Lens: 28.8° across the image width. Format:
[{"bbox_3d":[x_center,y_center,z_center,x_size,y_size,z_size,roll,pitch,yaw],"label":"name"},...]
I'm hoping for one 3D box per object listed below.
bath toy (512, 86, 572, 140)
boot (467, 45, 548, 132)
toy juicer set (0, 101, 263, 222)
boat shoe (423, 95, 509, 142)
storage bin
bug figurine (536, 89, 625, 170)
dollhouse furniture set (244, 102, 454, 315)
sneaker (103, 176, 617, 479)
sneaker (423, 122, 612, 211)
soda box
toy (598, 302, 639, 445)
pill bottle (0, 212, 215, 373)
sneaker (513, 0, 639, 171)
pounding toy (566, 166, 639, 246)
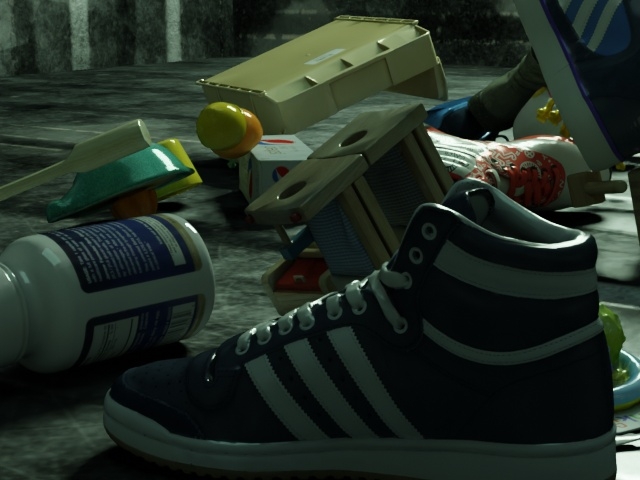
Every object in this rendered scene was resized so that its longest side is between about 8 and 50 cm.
[{"bbox_3d":[0.400,-0.167,1.744,0.129,0.151,0.348,48,33,18],"label":"bath toy"},{"bbox_3d":[0.327,-0.229,1.741,0.246,0.083,0.161,-21,-16,-49],"label":"boot"},{"bbox_3d":[-0.174,-0.069,1.298,0.209,0.090,0.329,-21,0,28],"label":"toy juicer set"},{"bbox_3d":[0.209,-0.160,1.804,0.109,0.089,0.258,-8,10,40],"label":"boat shoe"},{"bbox_3d":[0.001,-0.207,1.741,0.262,0.123,0.260,-27,23,-21],"label":"storage bin"},{"bbox_3d":[0.360,-0.121,1.363,0.216,0.072,0.279,18,-1,31],"label":"bug figurine"},{"bbox_3d":[0.000,0.000,0.881,0.129,0.129,0.183,-41,22,-30],"label":"dollhouse furniture set"},{"bbox_3d":[0.014,0.045,0.661,0.282,0.153,0.099,2,13,17],"label":"sneaker"},{"bbox_3d":[0.187,-0.054,1.314,0.270,0.090,0.145,9,28,-7],"label":"sneaker"},{"bbox_3d":[-0.049,-0.076,1.447,0.073,0.069,0.216,-2,13,-9],"label":"soda box"},{"bbox_3d":[0.144,0.065,0.802,0.136,0.056,0.237,-6,13,-18],"label":"toy"},{"bbox_3d":[-0.164,0.038,0.850,0.169,0.094,0.094,-11,16,-43],"label":"pill bottle"},{"bbox_3d":[0.327,-0.225,1.216,0.236,0.130,0.323,-27,42,19],"label":"sneaker"},{"bbox_3d":[0.333,-0.029,1.173,0.206,0.094,0.181,-5,11,42],"label":"pounding toy"}]
